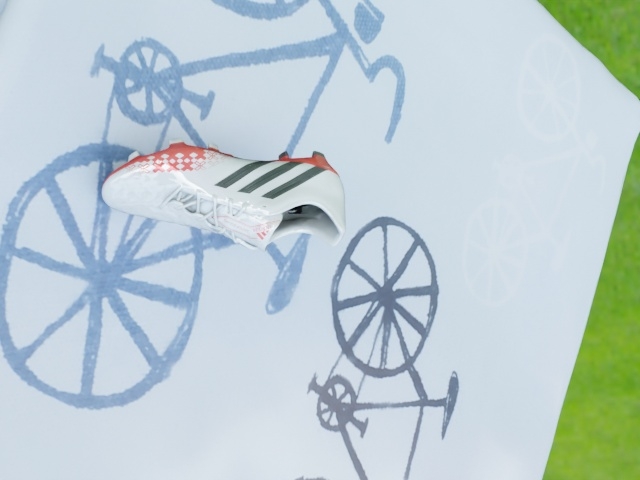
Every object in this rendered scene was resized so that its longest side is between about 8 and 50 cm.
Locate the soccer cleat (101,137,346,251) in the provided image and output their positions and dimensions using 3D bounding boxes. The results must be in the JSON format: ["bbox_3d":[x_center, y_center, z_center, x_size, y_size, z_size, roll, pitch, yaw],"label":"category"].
[{"bbox_3d":[-0.030,-0.013,0.487,0.083,0.035,0.029,1,141,-21],"label":"soccer cleat"}]

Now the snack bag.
[{"bbox_3d":[0.000,0.000,0.575,0.037,0.323,0.342,-1,155,47],"label":"snack bag"}]
